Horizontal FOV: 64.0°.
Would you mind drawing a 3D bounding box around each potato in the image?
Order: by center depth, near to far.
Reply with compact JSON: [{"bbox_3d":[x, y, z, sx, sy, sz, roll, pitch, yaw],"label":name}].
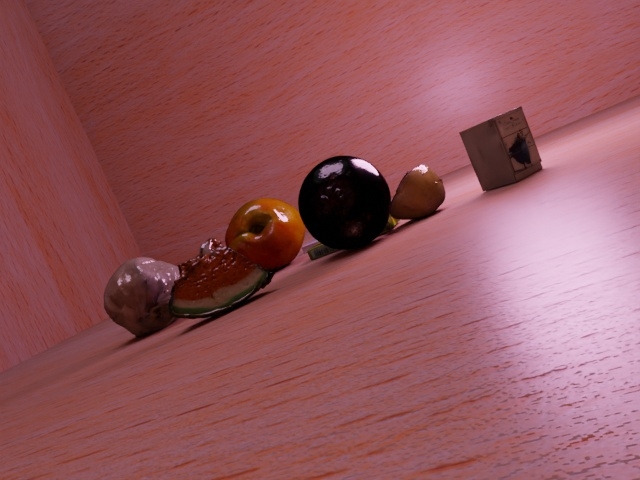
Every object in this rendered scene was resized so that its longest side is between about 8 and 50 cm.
[{"bbox_3d":[0.331,-0.134,1.649,0.202,0.182,0.117,-33,52,-28],"label":"potato"}]

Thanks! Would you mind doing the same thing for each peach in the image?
[{"bbox_3d":[-0.209,-0.019,1.988,0.308,0.307,0.332,-23,-5,5],"label":"peach"}]

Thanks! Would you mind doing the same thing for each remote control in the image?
[{"bbox_3d":[0.000,0.000,2.243,0.103,0.034,0.250,-22,5,19],"label":"remote control"}]

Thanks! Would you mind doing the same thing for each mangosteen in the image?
[{"bbox_3d":[0.071,-0.119,1.605,0.297,0.296,0.313,-24,11,-5],"label":"mangosteen"}]

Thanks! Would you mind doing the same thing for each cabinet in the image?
[{"bbox_3d":[0.568,-0.284,1.602,0.145,0.206,0.150,-26,5,-32],"label":"cabinet"}]

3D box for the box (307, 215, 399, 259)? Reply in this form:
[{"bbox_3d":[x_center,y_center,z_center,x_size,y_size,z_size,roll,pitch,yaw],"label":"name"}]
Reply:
[{"bbox_3d":[0.118,-0.017,1.791,0.311,0.043,0.173,-22,5,22],"label":"box"}]

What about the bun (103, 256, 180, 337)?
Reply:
[{"bbox_3d":[-0.562,0.190,1.685,0.282,0.281,0.205,-26,30,-27],"label":"bun"}]

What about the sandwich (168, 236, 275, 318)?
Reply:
[{"bbox_3d":[-0.304,0.118,1.444,0.292,0.212,0.109,-39,-6,-19],"label":"sandwich"}]
